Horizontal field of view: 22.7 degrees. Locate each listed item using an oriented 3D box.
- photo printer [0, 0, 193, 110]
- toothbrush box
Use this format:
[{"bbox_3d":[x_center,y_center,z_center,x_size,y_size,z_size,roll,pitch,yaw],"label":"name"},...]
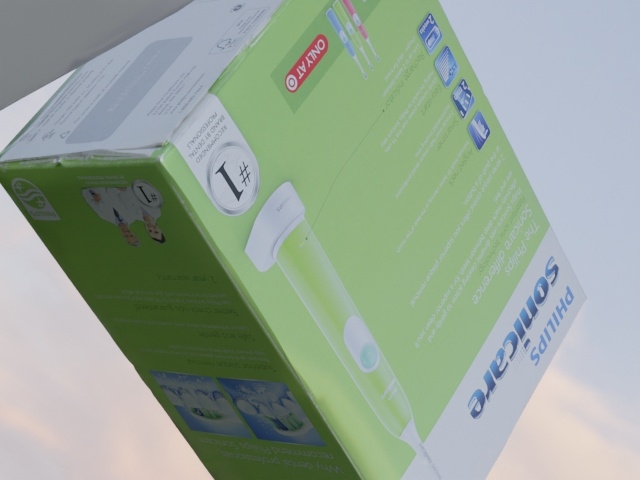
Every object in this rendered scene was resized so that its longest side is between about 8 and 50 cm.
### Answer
[{"bbox_3d":[-0.177,-0.115,0.442,0.307,0.107,0.256,-25,-34,20],"label":"photo printer"},{"bbox_3d":[0.000,0.000,0.815,0.122,0.206,0.283,-1,-47,42],"label":"toothbrush box"}]
